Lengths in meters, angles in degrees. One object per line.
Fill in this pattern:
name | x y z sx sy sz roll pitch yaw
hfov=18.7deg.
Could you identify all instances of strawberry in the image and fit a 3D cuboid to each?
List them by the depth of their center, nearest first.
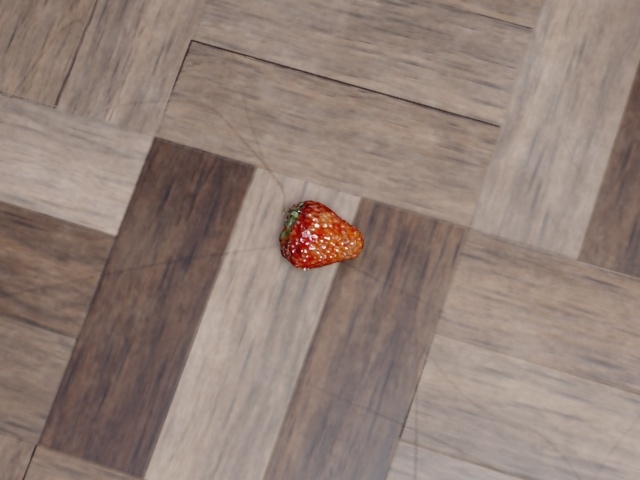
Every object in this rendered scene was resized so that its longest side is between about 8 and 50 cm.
strawberry | 0.000 0.000 1.893 0.083 0.073 0.073 23 74 -12
